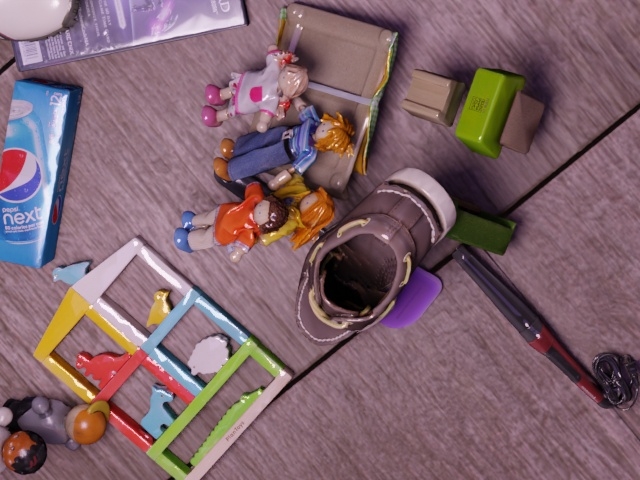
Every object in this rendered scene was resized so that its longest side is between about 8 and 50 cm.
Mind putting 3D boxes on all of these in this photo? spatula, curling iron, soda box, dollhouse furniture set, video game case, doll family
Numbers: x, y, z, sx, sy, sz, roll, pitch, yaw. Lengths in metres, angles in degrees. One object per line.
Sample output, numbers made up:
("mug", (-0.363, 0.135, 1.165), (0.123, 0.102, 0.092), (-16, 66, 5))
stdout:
("spatula", (0.000, 0.000, 1.916), (0.296, 0.030, 0.084), (35, 108, 0))
("curling iron", (0.259, 0.097, 1.906), (0.274, 0.035, 0.068), (39, 96, -2))
("soda box", (-0.330, -0.079, 1.912), (0.067, 0.071, 0.210), (11, 99, 3))
("dollhouse furniture set", (0.083, -0.129, 1.872), (0.302, 0.151, 0.197), (21, 94, 31))
("video game case", (-0.235, -0.315, 1.894), (0.274, 0.026, 0.196), (-11, 97, 6))
("doll family", (-0.045, -0.079, 1.802), (0.163, 0.118, 0.262), (-12, 58, 35))

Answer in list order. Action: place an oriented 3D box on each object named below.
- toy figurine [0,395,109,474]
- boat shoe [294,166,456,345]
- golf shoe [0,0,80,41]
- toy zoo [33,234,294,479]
("toy figurine", (-0.329, 0.287, 1.892), (0.148, 0.213, 0.209), (3, 96, 26))
("boat shoe", (0.036, 0.038, 1.792), (0.116, 0.324, 0.097), (44, 55, 2))
("golf shoe", (-0.404, -0.283, 1.847), (0.273, 0.120, 0.105), (14, 102, 11))
("toy zoo", (-0.202, 0.130, 1.953), (0.293, 0.030, 0.192), (41, 100, -1))
